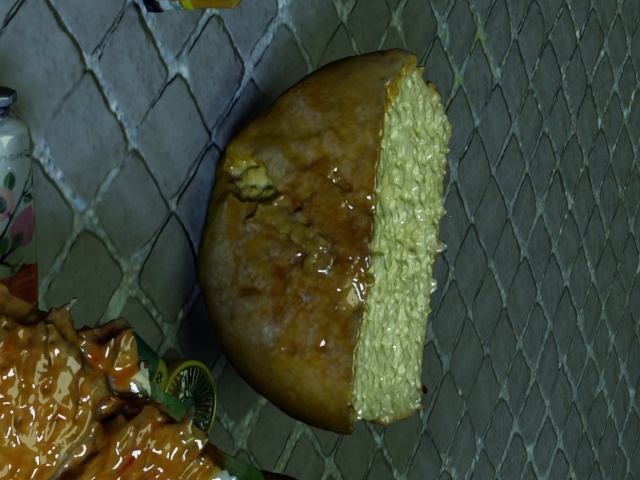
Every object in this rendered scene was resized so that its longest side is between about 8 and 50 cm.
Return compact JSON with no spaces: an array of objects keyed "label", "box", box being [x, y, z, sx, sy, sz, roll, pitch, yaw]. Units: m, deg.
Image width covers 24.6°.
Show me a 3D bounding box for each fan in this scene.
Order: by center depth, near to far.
[{"label":"fan","box":[-0.140,0.120,1.227,0.155,0.039,0.082,56,48,-46]}]

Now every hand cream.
[{"label":"hand cream","box":[-0.231,0.007,1.050,0.080,0.050,0.233,-36,131,-58]}]

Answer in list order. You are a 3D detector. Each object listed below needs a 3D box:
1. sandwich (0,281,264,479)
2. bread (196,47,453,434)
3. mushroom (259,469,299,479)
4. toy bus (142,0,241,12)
[{"label":"sandwich","box":[-0.209,0.132,0.983,0.301,0.250,0.162,57,-2,-19]},{"label":"bread","box":[0.000,0.000,1.319,0.194,0.179,0.340,20,75,-62]},{"label":"mushroom","box":[-0.031,0.308,1.156,0.345,0.345,0.239,27,55,-59]},{"label":"toy bus","box":[-0.071,-0.280,1.207,0.201,0.114,0.098,-55,138,-39]}]
